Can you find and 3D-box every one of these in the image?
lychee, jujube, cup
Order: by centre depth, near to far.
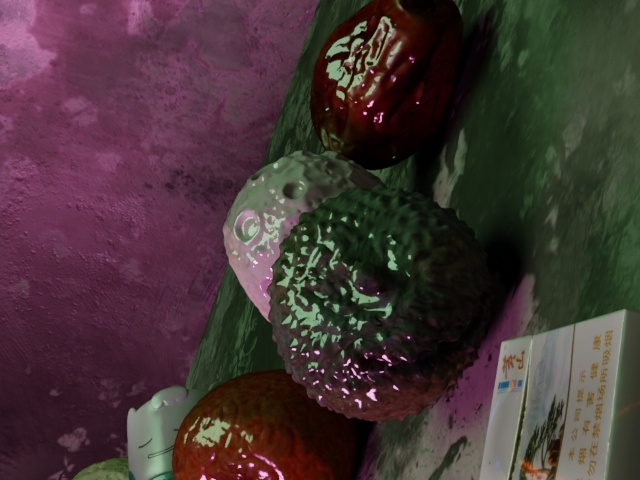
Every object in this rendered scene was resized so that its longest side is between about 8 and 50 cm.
[{"bbox_3d":[0.068,0.072,1.299,0.274,0.255,0.255,57,-139,-62],"label":"lychee"},{"bbox_3d":[-0.078,0.294,1.616,0.300,0.255,0.255,-38,-26,-58],"label":"lychee"},{"bbox_3d":[0.093,-0.221,1.655,0.290,0.197,0.197,119,162,-46],"label":"jujube"},{"bbox_3d":[-0.160,0.375,1.880,0.219,0.289,0.258,61,-165,-50],"label":"cup"}]

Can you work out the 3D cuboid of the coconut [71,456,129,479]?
[{"bbox_3d":[-0.319,0.578,2.056,0.404,0.404,0.405,-164,90,-78],"label":"coconut"}]

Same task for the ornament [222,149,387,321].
[{"bbox_3d":[0.000,0.000,1.640,0.225,0.259,0.259,-31,24,11],"label":"ornament"}]

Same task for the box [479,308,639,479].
[{"bbox_3d":[0.202,0.144,0.948,0.233,0.067,0.149,143,142,-72],"label":"box"}]
